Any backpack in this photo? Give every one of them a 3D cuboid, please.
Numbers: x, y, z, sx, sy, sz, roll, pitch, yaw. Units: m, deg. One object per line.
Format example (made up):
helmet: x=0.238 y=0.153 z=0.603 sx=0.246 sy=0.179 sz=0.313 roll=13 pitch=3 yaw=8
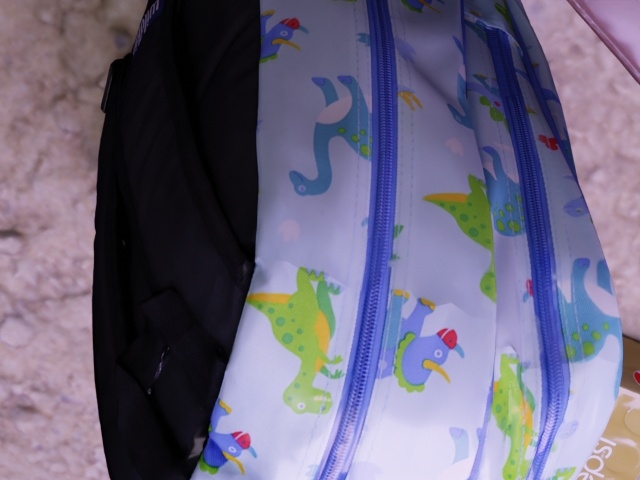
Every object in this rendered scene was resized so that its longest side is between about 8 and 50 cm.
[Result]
backpack: x=0.000 y=0.000 z=0.827 sx=0.273 sy=0.355 sz=0.290 roll=25 pitch=120 yaw=-6

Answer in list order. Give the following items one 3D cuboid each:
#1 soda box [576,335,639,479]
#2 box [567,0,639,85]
soda box: x=0.149 y=0.141 z=1.053 sx=0.061 sy=0.058 sz=0.181 roll=22 pitch=120 yaw=-3
box: x=0.126 y=-0.219 z=0.776 sx=0.143 sy=0.191 sz=0.381 roll=-35 pitch=109 yaw=25
